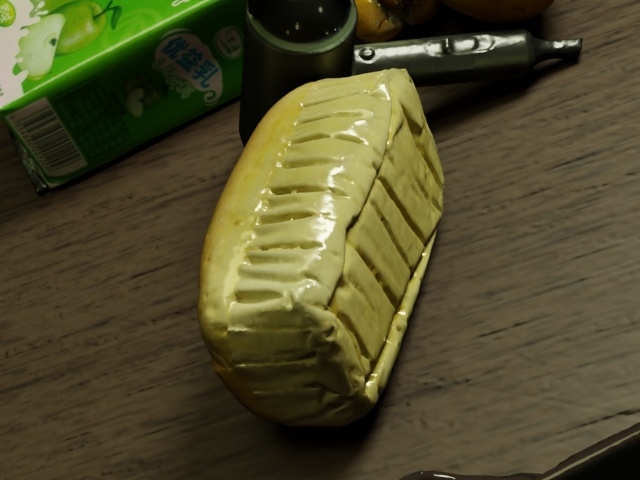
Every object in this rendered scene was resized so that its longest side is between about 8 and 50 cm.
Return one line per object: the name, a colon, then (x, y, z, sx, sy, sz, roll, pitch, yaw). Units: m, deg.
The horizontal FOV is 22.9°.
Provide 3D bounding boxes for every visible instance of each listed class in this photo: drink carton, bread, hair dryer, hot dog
drink carton: (-0.144, -0.171, 1.250, 0.271, 0.108, 0.161, -26, 49, -1)
bread: (0.000, 0.000, 0.998, 0.106, 0.140, 0.236, -3, 45, 28)
hair dryer: (0.068, -0.140, 1.094, 0.248, 0.195, 0.078, -8, 60, -10)
hot dog: (0.034, -0.249, 1.273, 0.109, 0.072, 0.269, -27, 42, 4)

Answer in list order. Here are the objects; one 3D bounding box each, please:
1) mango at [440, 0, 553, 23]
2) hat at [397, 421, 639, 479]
mango: (0.112, -0.223, 1.153, 0.115, 0.089, 0.165, -9, 43, -27)
hat: (0.137, 0.218, 0.736, 0.336, 0.209, 0.238, -20, 61, -19)
